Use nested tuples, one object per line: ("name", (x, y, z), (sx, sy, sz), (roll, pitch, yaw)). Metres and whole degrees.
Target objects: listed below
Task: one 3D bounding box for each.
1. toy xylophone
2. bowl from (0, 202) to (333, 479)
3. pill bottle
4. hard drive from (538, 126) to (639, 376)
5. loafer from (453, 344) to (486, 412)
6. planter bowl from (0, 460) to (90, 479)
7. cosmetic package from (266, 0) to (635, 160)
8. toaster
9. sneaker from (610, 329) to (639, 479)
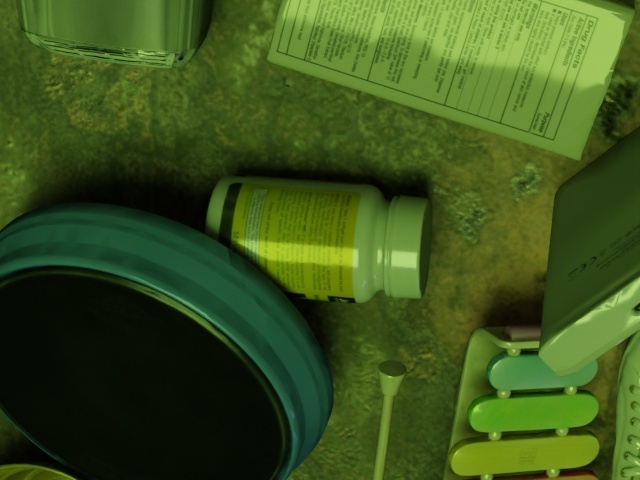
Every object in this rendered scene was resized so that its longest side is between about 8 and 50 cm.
("toy xylophone", (0.171, 0.212, 1.589), (0.236, 0.081, 0.323), (-9, 120, -13))
("bowl", (-0.182, 0.132, 1.593), (0.391, 0.077, 0.391), (14, 137, 13))
("pill bottle", (0.000, 0.000, 1.537), (0.208, 0.119, 0.119), (4, 116, 10))
("hard drive", (0.282, -0.023, 1.360), (0.203, 0.307, 0.040), (-39, 103, 25))
("loafer", (0.159, 0.162, 1.628), (0.045, 0.039, 0.125), (6, 116, 9))
("planter bowl", (-0.301, 0.319, 1.773), (0.217, 0.090, 0.217), (5, 116, 10))
("cosmetic package", (0.118, -0.200, 1.411), (0.296, 0.129, 0.153), (19, 117, 3))
("toaster", (-0.181, -0.250, 1.452), (0.227, 0.129, 0.146), (8, 121, 6))
("sneaker", (0.344, 0.215, 1.571), (0.106, 0.123, 0.290), (4, 115, 12))
